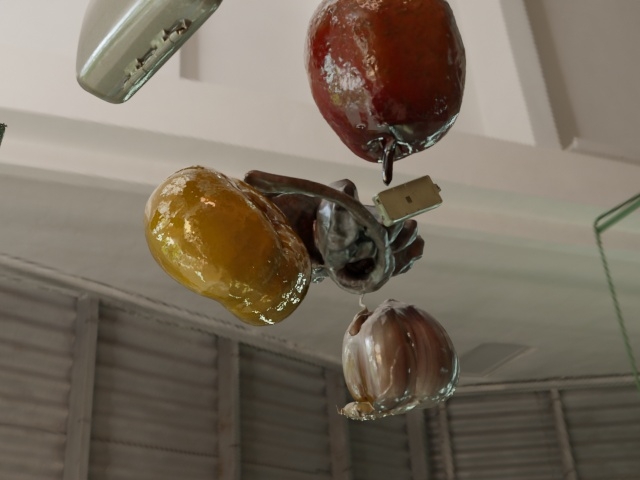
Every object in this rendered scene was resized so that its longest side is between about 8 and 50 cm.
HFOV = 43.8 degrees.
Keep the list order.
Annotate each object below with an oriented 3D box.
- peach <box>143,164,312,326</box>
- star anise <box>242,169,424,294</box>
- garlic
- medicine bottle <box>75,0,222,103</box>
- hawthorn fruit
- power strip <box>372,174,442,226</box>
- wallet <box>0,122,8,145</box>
[{"bbox_3d":[-0.087,0.001,0.749,0.103,0.179,0.179,-43,-97,9],"label":"peach"},{"bbox_3d":[0.000,0.000,1.054,0.359,0.315,0.139,11,-110,-30],"label":"star anise"},{"bbox_3d":[0.088,0.178,1.208,0.207,0.207,0.256,-6,-155,-27],"label":"garlic"},{"bbox_3d":[-0.298,-0.420,1.390,0.122,0.375,0.283,23,-130,-34],"label":"medicine bottle"},{"bbox_3d":[0.109,-0.261,1.369,0.284,0.284,0.369,8,-110,-20],"label":"hawthorn fruit"},{"bbox_3d":[0.099,-0.046,0.908,0.090,0.016,0.040,-21,-101,-31],"label":"power strip"},{"bbox_3d":[-0.411,-0.101,0.748,0.202,0.141,0.059,31,-153,-8],"label":"wallet"}]
